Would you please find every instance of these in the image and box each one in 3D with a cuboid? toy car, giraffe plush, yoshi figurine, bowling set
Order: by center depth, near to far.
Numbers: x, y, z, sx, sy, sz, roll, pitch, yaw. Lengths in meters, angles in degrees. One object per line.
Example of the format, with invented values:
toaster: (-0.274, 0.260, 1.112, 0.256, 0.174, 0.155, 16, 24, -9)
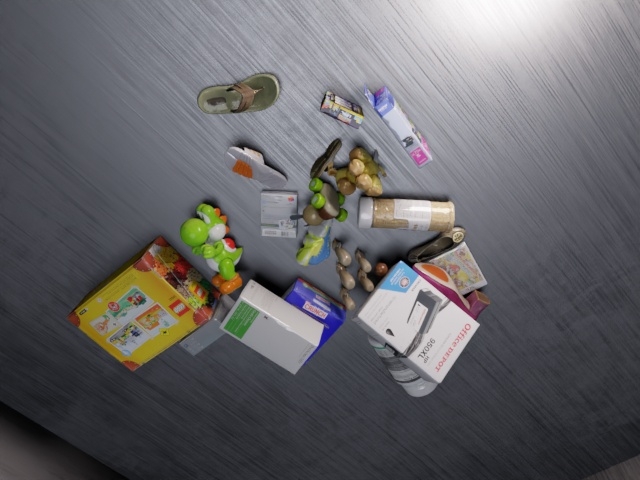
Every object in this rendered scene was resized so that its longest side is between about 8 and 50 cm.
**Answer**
giraffe plush: (0.120, -0.234, 1.664, 0.170, 0.210, 0.181, -22, 112, 34)
toy car: (-0.020, -0.116, 1.738, 0.188, 0.149, 0.155, -34, 137, 31)
yoshi figurine: (-0.449, 0.040, 1.829, 0.203, 0.203, 0.363, -8, 115, 15)
bowling set: (0.162, 0.131, 1.885, 0.199, 0.154, 0.287, -10, 117, -12)

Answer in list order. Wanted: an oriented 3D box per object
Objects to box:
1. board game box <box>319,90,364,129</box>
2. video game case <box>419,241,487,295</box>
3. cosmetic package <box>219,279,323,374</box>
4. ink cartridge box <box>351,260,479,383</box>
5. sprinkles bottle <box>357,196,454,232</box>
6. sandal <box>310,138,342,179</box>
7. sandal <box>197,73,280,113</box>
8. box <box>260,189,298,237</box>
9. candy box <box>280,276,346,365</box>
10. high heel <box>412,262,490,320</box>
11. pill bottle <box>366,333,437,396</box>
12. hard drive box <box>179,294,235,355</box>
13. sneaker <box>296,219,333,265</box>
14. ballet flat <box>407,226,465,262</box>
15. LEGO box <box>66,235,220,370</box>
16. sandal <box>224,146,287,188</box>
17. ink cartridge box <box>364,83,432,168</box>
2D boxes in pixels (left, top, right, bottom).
board game box: (0.071, -0.440, 1.546, 0.140, 0.170, 0.048, 24, 115, -9)
video game case: (0.551, 0.139, 1.910, 0.206, 0.026, 0.227, -28, 113, 17)
cosmetic package: (-0.194, 0.350, 1.870, 0.365, 0.155, 0.197, 33, 114, -4)
ink cartridge box: (0.367, 0.318, 1.796, 0.394, 0.166, 0.285, 39, 77, 4)
sprinkles bottle: (0.320, -0.098, 1.743, 0.354, 0.121, 0.121, 3, 118, 2)
sandal: (0.027, -0.291, 1.696, 0.049, 0.072, 0.180, 26, 114, -34)
sandal: (-0.284, -0.489, 1.589, 0.302, 0.086, 0.120, -11, 117, 9)
box: (-0.163, -0.103, 1.817, 0.145, 0.038, 0.186, 3, 119, 2)
candy box: (-0.085, 0.356, 2.012, 0.268, 0.122, 0.317, 35, 116, -11)
high heel: (0.499, 0.234, 1.884, 0.377, 0.127, 0.181, 31, 120, -10)
pill bottle: (0.370, 0.501, 2.016, 0.204, 0.204, 0.361, -26, 114, 16)
hard drive box: (-0.485, 0.366, 2.009, 0.232, 0.181, 0.089, -37, 111, 21)
sneaker: (0.000, 0.000, 1.851, 0.126, 0.091, 0.240, 21, 108, -45)
ballet flat: (0.464, 0.026, 1.836, 0.249, 0.058, 0.084, -26, 114, 16)
LEGO box: (-0.750, 0.281, 1.971, 0.500, 0.193, 0.372, -34, 111, 19)
sandal: (-0.241, -0.279, 1.715, 0.265, 0.076, 0.102, 27, 133, -34)
ink cartridge box: (0.260, -0.402, 1.546, 0.065, 0.186, 0.311, -36, 110, 23)
